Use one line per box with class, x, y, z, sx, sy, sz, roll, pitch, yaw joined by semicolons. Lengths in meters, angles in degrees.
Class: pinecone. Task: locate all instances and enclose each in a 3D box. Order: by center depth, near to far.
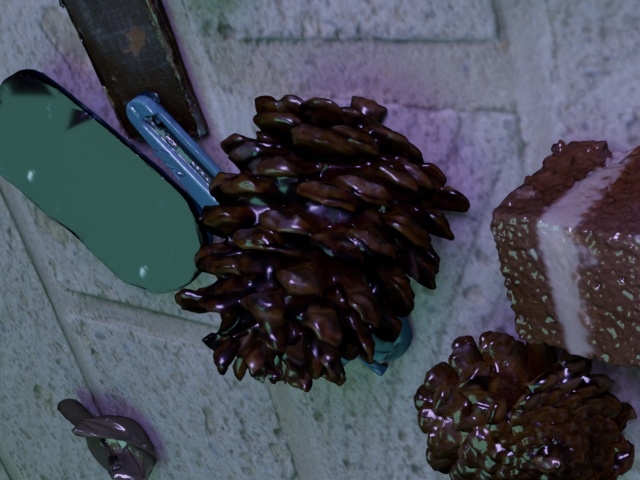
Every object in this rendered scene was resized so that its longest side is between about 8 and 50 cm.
pinecone;0.000;0.000;0.855;0.224;0.273;0.224;17;162;6
pinecone;0.176;0.160;0.891;0.195;0.150;0.179;-2;121;43

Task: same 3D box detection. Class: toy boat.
toy boat;-0.241;-0.069;1.133;0.299;0.092;0.134;42;110;-3

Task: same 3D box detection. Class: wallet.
wallet;-0.196;-0.209;1.016;0.122;0.031;0.232;2;125;36

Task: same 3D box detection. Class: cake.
cake;0.225;0.007;0.733;0.147;0.135;0.135;7;126;44

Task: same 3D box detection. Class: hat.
hat;-0.326;0.284;1.516;0.175;0.085;0.147;36;156;50

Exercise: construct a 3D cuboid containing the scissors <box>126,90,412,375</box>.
scissors;-0.063;-0.002;1.043;0.393;0.032;0.180;48;138;-7
